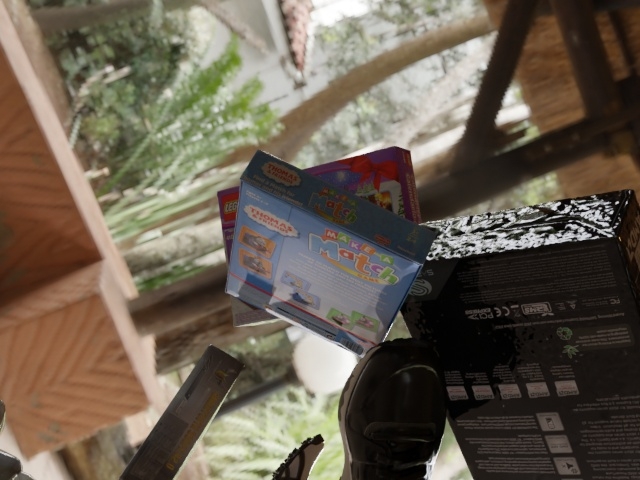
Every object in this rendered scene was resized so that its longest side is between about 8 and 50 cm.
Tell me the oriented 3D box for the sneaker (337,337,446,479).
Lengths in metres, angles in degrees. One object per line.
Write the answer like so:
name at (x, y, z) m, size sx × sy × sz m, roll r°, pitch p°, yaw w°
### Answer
sneaker at (0.073, 0.231, 0.899) m, size 0.124 × 0.107 × 0.283 m, roll -127°, pitch -137°, yaw -61°

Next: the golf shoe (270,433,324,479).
golf shoe at (-0.043, 0.393, 1.544) m, size 0.094 × 0.198 × 0.077 m, roll 38°, pitch -22°, yaw 8°

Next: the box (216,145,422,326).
box at (0.000, 0.000, 1.388) m, size 0.057 × 0.293 × 0.201 m, roll 6°, pitch 74°, yaw -61°

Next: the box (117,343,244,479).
box at (-0.193, 0.267, 1.261) m, size 0.056 × 0.231 × 0.183 m, roll 32°, pitch -46°, yaw 0°

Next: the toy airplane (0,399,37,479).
toy airplane at (-0.335, 0.288, 0.654) m, size 0.272 × 0.384 × 0.386 m, roll -45°, pitch -120°, yaw 41°

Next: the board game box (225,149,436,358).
board game box at (0.000, 0.022, 0.872) m, size 0.160 × 0.039 × 0.211 m, roll 26°, pitch -28°, yaw 5°

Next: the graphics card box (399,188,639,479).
graphics card box at (0.234, 0.143, 0.971) m, size 0.094 × 0.232 × 0.371 m, roll -53°, pitch 125°, yaw -48°
